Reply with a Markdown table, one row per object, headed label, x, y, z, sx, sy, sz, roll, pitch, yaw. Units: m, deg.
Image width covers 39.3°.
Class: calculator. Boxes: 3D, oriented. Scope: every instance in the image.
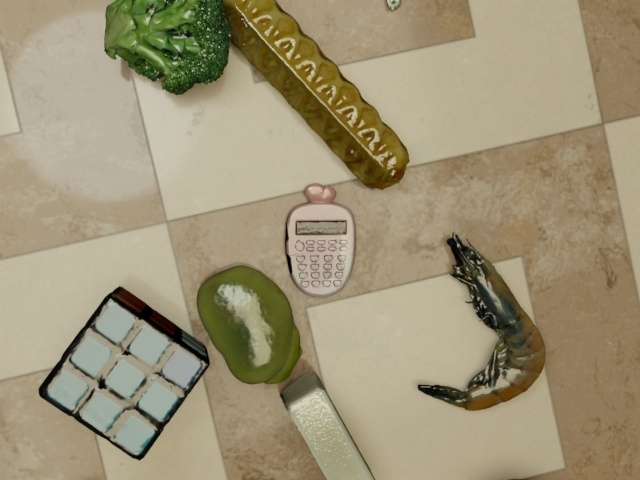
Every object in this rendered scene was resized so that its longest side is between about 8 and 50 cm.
| label | x | y | z | sx | sy | sz | roll | pitch | yaw |
| --- | --- | --- | --- | --- | --- | --- | --- | --- | --- |
| calculator | 0.000 | 0.000 | 1.293 | 0.103 | 0.024 | 0.165 | 0 | 95 | -7 |

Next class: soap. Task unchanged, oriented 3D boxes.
| label | x | y | z | sx | sy | sz | roll | pitch | yaw |
| --- | --- | --- | --- | --- | --- | --- | --- | --- | --- |
| soap | 0.013 | 0.284 | 1.257 | 0.064 | 0.121 | 0.183 | -29 | 96 | -4 |

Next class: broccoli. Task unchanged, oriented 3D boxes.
| label | x | y | z | sx | sy | sz | roll | pitch | yaw |
| --- | --- | --- | --- | --- | --- | --- | --- | --- | --- |
| broccoli | -0.200 | -0.283 | 1.179 | 0.156 | 0.195 | 0.195 | 3 | 92 | -37 |

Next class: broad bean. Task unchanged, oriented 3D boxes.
| label | x | y | z | sx | sy | sz | roll | pitch | yaw |
| --- | --- | --- | --- | --- | --- | --- | --- | --- | --- |
| broad bean | -0.097 | 0.121 | 1.256 | 0.124 | 0.082 | 0.174 | -22 | 96 | -4 |

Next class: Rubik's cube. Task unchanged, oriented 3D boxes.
| label | x | y | z | sx | sy | sz | roll | pitch | yaw |
| --- | --- | --- | --- | --- | --- | --- | --- | --- | --- |
| Rubik's cube | -0.257 | 0.172 | 1.200 | 0.161 | 0.163 | 0.162 | 36 | 84 | -7 |

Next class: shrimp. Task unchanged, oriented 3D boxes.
| label | x | y | z | sx | sy | sz | roll | pitch | yaw |
| --- | --- | --- | --- | --- | --- | --- | --- | --- | --- |
| shrimp | 0.207 | 0.133 | 1.310 | 0.198 | 0.051 | 0.262 | -32 | 99 | -4 |

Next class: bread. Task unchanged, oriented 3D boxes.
| label | x | y | z | sx | sy | sz | roll | pitch | yaw |
| --- | --- | --- | --- | --- | --- | --- | --- | --- | --- |
| bread | -0.011 | -0.217 | 1.258 | 0.084 | 0.077 | 0.367 | -44 | 96 | -7 |

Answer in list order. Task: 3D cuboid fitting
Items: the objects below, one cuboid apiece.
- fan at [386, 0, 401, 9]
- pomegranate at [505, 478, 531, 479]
| label | x | y | z | sx | sy | sz | roll | pitch | yaw |
| --- | --- | --- | --- | --- | --- | --- | --- | --- | --- |
| fan | 0.062 | -0.438 | 1.290 | 0.153 | 0.008 | 0.226 | -28 | 94 | -6 |
| pomegranate | 0.284 | 0.442 | 1.276 | 0.196 | 0.196 | 0.196 | 0 | 92 | -7 |
